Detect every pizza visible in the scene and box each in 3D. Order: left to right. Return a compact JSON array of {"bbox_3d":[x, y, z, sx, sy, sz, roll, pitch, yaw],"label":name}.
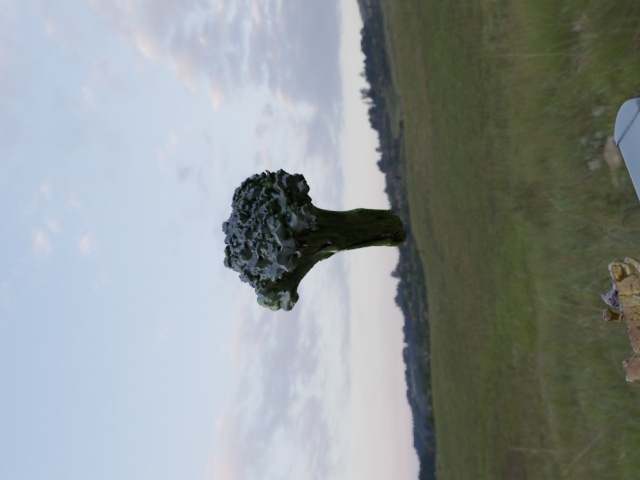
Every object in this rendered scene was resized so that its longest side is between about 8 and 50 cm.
[{"bbox_3d":[0.426,0.099,0.683,0.069,0.154,0.194,45,-161,-38],"label":"pizza"}]

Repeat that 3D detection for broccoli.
[{"bbox_3d":[-0.009,0.017,0.788,0.177,0.274,0.199,13,86,64],"label":"broccoli"}]

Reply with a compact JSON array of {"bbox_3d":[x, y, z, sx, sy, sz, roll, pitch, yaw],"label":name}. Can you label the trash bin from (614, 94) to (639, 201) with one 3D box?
[{"bbox_3d":[0.719,-0.201,1.155,0.177,0.101,0.236,68,-165,-68],"label":"trash bin"}]
